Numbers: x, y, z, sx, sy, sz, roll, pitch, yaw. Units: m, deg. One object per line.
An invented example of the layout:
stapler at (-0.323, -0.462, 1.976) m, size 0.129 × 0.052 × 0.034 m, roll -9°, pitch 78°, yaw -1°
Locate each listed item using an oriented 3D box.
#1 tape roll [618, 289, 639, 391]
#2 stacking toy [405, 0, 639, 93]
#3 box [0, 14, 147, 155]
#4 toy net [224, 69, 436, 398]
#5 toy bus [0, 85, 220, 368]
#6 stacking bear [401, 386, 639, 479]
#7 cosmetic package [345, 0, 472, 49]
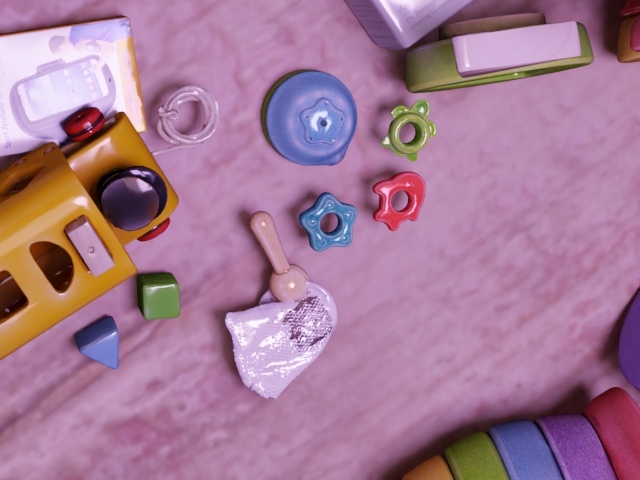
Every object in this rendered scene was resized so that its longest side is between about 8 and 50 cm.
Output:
tape roll at (0.311, 0.055, 1.228) m, size 0.080 × 0.189 × 0.189 m, roll 42°, pitch 86°, yaw -17°
stacking toy at (0.192, -0.185, 1.122) m, size 0.279 × 0.309 × 0.130 m, roll -9°, pitch 92°, yaw -3°
box at (-0.190, -0.102, 1.150) m, size 0.136 × 0.028 × 0.081 m, roll -11°, pitch 102°, yaw -16°
toy net at (0.000, 0.000, 1.212) m, size 0.122 × 0.045 × 0.232 m, roll 13°, pitch 96°, yaw -19°
toy bus at (-0.164, -0.007, 1.112) m, size 0.191 × 0.104 × 0.202 m, roll 10°, pitch 105°, yaw -20°
stacking bear at (0.108, 0.226, 1.218) m, size 0.289 × 0.175 × 0.164 m, roll -20°, pitch 67°, yaw -2°
cosmetic package at (0.030, -0.255, 1.160) m, size 0.117 × 0.085 × 0.231 m, roll -36°, pitch 103°, yaw -7°
